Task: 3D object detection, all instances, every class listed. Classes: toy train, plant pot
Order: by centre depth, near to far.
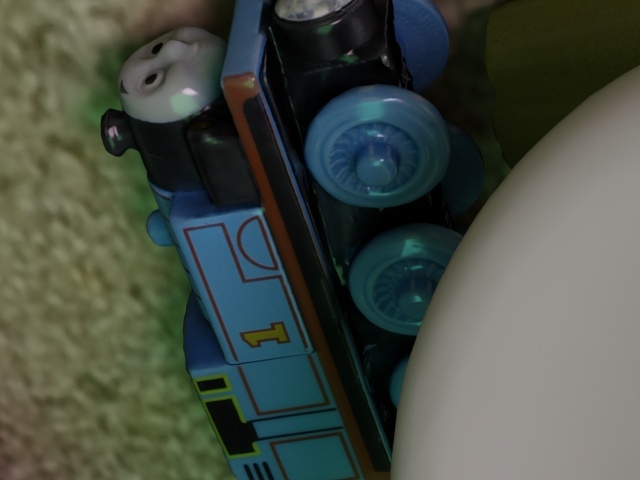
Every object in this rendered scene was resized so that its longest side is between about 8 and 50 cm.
[{"bbox_3d":[0.092,-0.050,0.592,0.079,0.083,0.083,-6,130,17],"label":"plant pot"},{"bbox_3d":[0.000,0.000,0.619,0.105,0.080,0.184,-11,129,12],"label":"toy train"}]

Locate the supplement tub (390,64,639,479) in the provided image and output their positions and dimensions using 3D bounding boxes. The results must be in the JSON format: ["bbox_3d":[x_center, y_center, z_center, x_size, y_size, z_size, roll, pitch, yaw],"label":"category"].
[{"bbox_3d":[0.207,0.068,0.519,0.331,0.241,0.241,0,136,-45],"label":"supplement tub"}]
